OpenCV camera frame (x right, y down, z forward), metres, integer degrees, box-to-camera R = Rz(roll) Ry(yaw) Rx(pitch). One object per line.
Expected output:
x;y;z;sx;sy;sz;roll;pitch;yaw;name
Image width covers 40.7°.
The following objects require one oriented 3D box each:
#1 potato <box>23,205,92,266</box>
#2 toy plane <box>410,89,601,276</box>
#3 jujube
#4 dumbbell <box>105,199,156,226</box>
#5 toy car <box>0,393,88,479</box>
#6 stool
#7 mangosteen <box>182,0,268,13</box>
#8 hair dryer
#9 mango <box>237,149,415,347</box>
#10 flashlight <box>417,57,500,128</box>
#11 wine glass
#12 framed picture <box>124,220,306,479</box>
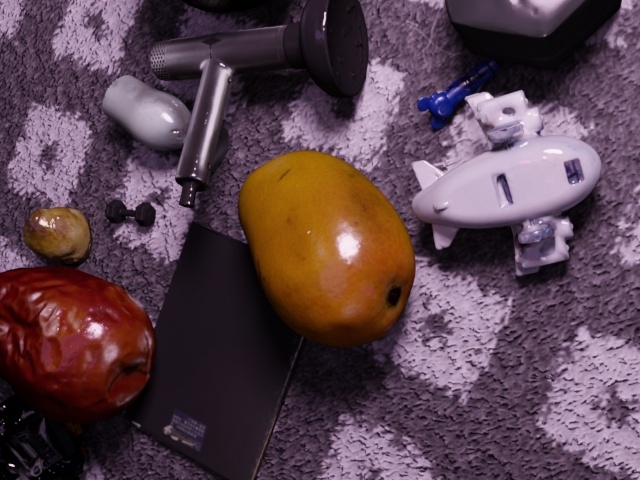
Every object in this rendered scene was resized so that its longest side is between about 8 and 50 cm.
-0.431;-0.002;1.411;0.066;0.103;0.096;34;101;27;potato
0.232;-0.070;1.099;0.245;0.117;0.244;4;102;18;toy plane
-0.401;0.153;1.329;0.318;0.223;0.223;18;93;30;jujube
-0.306;-0.044;1.391;0.083;0.040;0.036;6;58;26;dumbbell
-0.512;0.365;1.409;0.301;0.118;0.193;-31;92;16;toy car
0.263;-0.337;1.084;0.232;0.141;0.232;-4;80;22;stool
-0.126;-0.460;1.204;0.288;0.288;0.288;-2;84;25;mangosteen
-0.091;-0.189;1.228;0.320;0.156;0.284;-10;78;23;hair dryer
0.000;0.000;1.173;0.211;0.173;0.317;-47;57;15;mango
0.189;-0.206;1.172;0.121;0.057;0.035;-38;33;12;flashlight
-0.245;-0.183;1.344;0.202;0.093;0.093;33;99;25;wine glass
-0.152;0.169;1.312;0.255;0.014;0.338;21;94;26;framed picture
